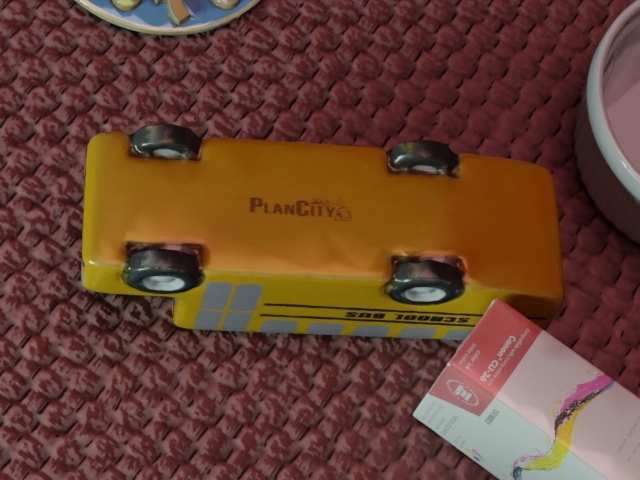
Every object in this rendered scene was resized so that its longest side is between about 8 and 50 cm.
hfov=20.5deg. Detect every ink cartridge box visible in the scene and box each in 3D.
[{"bbox_3d":[0.171,0.139,1.215,0.198,0.115,0.067,35,66,7],"label":"ink cartridge box"}]

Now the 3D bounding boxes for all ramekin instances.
[{"bbox_3d":[0.290,-0.081,1.337,0.207,0.109,0.207,4,65,-9],"label":"ramekin"}]

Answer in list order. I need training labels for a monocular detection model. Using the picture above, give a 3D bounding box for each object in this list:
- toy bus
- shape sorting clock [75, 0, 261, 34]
[{"bbox_3d":[0.000,0.000,1.238,0.333,0.130,0.108,3,67,-9],"label":"toy bus"},{"bbox_3d":[-0.122,-0.255,1.378,0.206,0.040,0.206,4,66,-8],"label":"shape sorting clock"}]
